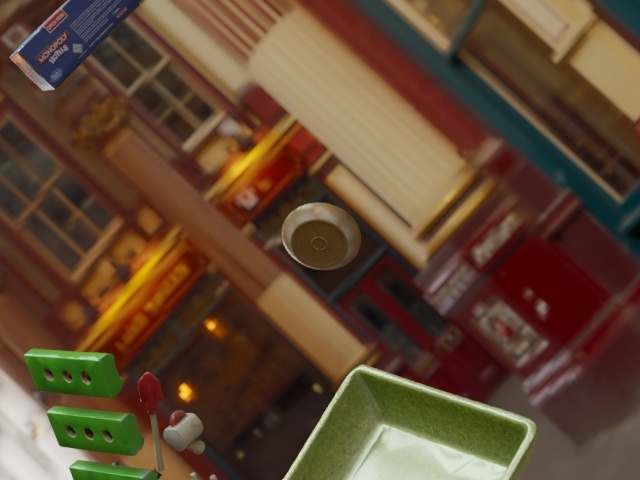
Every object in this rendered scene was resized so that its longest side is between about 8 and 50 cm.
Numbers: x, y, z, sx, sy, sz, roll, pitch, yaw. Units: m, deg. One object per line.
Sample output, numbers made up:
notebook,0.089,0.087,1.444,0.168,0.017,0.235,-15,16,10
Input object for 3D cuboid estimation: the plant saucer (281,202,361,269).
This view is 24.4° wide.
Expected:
plant saucer,0.000,0.000,1.529,0.083,0.083,0.015,-50,14,31

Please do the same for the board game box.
board game box,-0.279,-0.240,1.676,0.194,0.060,0.194,-49,15,-20

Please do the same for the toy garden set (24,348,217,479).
toy garden set,-0.172,0.213,1.483,0.203,0.244,0.049,0,27,37

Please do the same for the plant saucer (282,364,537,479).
plant saucer,0.050,0.193,1.033,0.188,0.045,0.188,13,66,49
